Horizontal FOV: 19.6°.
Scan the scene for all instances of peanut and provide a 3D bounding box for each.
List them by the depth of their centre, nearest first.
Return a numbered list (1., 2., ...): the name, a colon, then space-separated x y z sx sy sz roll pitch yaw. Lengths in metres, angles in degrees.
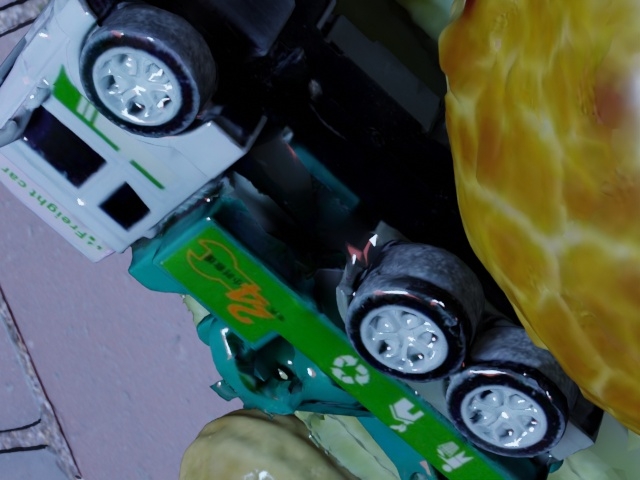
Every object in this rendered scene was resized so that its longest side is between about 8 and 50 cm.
1. peanut: 0.020 0.253 1.288 0.319 0.147 0.147 50 137 5

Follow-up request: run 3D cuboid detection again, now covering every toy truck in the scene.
1. toy truck: 0.003 -0.005 0.906 0.363 0.176 0.178 44 131 -16

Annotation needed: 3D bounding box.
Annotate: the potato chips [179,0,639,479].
1. potato chips: 0.099 0.001 1.024 0.358 0.070 0.429 -32 109 24

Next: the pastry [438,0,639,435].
1. pastry: 0.227 -0.062 0.742 0.388 0.312 0.388 8 107 26
